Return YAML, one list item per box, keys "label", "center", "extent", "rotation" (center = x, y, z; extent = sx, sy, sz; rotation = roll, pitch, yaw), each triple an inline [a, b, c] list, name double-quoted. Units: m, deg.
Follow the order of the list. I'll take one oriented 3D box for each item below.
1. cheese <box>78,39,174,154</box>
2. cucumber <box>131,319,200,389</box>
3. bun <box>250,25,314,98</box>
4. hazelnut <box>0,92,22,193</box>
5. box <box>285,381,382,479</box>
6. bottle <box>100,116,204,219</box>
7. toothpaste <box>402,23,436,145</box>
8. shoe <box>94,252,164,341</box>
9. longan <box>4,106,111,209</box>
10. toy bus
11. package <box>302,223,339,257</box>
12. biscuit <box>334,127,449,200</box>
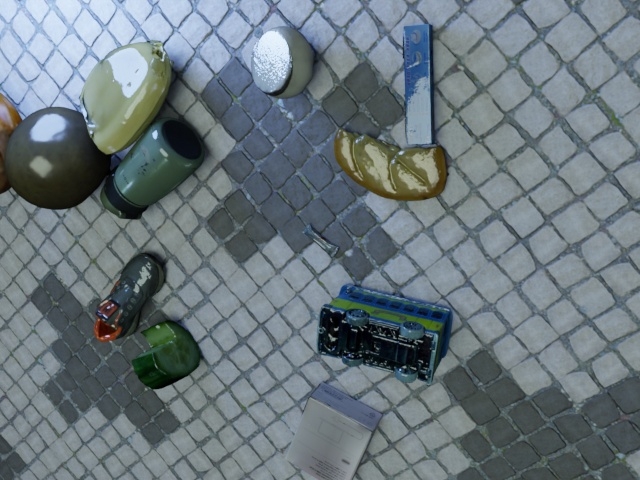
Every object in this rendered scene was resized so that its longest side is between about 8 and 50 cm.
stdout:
- label: "cheese"
  center: [-0.513, -0.408, 1.855]
  extent: [0.316, 0.128, 0.260]
  rotation: [-42, 67, 25]
- label: "cucumber"
  center: [-0.469, 0.357, 2.085]
  extent: [0.130, 0.191, 0.191]
  rotation: [-32, 93, 29]
- label: "bun"
  center: [-0.078, -0.434, 1.693]
  extent: [0.172, 0.119, 0.173]
  rotation: [10, 104, 47]
- label: "hazelnut"
  center: [-1.052, -0.288, 2.047]
  extent: [0.372, 0.372, 0.315]
  rotation: [32, 155, 11]
- label: "box"
  center: [0.035, 0.564, 1.974]
  extent: [0.203, 0.106, 0.252]
  rotation: [25, 114, 13]
- label: "bottle"
  center: [-0.484, -0.186, 1.925]
  extent: [0.347, 0.168, 0.169]
  rotation: [-35, 91, 33]
- label: "toothpaste"
  center: [0.231, -0.360, 1.608]
  extent: [0.066, 0.053, 0.273]
  rotation: [0, 99, 20]
- label: "shoe"
  center: [-0.603, 0.183, 2.086]
  extent: [0.132, 0.171, 0.337]
  rotation: [38, 118, 9]
- label: "longan"
  center: [-0.739, -0.233, 1.952]
  extent: [0.297, 0.297, 0.298]
  rotation: [7, 109, 21]
- label: "toy bus"
  center: [0.163, 0.236, 1.766]
  extent: [0.312, 0.190, 0.152]
  rotation: [12, 111, 19]
- label: "package"
  center: [0.000, 0.000, 1.858]
  extent: [0.110, 0.015, 0.037]
  rotation: [40, 117, 5]
- label: "biscuit"
  center: [0.168, -0.180, 1.714]
  extent: [0.299, 0.045, 0.154]
  rotation: [14, 112, 19]
